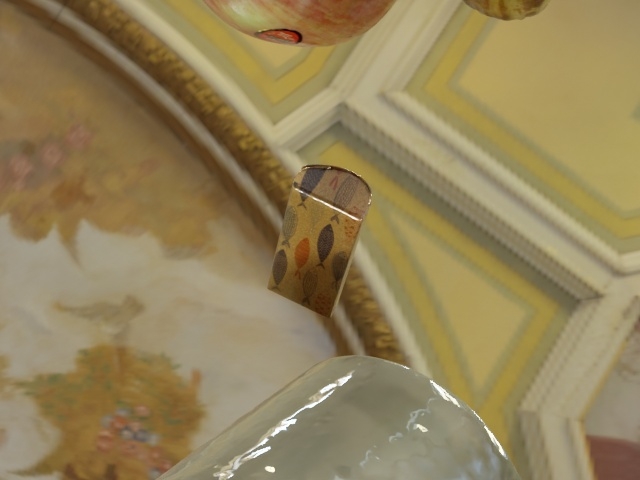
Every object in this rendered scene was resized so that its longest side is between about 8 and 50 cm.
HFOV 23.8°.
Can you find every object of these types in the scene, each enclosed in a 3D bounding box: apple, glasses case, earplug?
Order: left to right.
[{"bbox_3d":[-0.035,0.321,1.336,0.394,0.312,0.313,-32,-86,-44],"label":"earplug"},{"bbox_3d":[-0.009,-0.190,0.949,0.131,0.146,0.146,30,-104,-35],"label":"apple"},{"bbox_3d":[0.000,0.000,1.277,0.064,0.170,0.041,25,-121,6],"label":"glasses case"}]

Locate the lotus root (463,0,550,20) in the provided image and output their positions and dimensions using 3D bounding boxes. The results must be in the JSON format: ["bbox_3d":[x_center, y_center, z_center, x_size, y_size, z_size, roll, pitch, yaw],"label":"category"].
[{"bbox_3d":[0.142,-0.245,1.227,0.095,0.135,0.159,-13,-132,-9],"label":"lotus root"}]
